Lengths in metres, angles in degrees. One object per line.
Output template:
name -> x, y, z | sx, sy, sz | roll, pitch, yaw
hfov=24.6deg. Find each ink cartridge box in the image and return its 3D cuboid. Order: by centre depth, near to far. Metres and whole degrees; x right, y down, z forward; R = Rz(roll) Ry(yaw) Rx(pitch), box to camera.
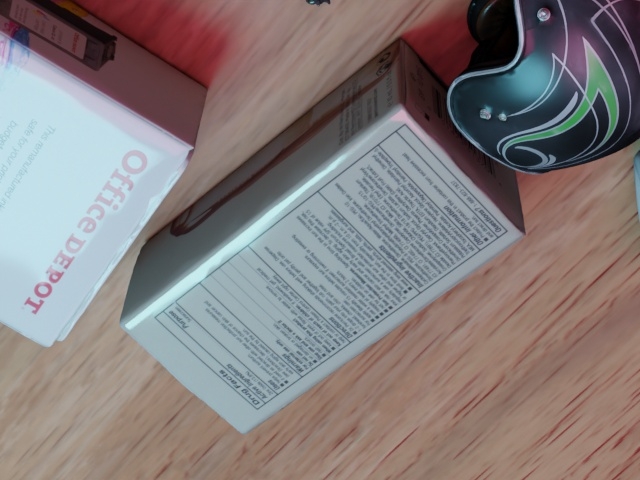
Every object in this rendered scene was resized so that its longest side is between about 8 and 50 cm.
ink cartridge box -> -0.275, -0.093, 1.132 | 0.306, 0.131, 0.226 | 32, 117, -16

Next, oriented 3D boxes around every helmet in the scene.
helmet -> 0.180, -0.141, 1.059 | 0.169, 0.169, 0.161 | 35, 132, -16

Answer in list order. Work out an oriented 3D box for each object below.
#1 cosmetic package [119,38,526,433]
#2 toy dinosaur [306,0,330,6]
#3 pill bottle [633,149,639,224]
cosmetic package -> 0.000, 0.000, 1.172 | 0.296, 0.129, 0.153 | -36, 114, 21
toy dinosaur -> -0.030, -0.241, 1.073 | 0.268, 0.064, 0.118 | 16, 106, -3
pill bottle -> 0.364, -0.023, 1.132 | 0.229, 0.131, 0.131 | -8, 120, 9
